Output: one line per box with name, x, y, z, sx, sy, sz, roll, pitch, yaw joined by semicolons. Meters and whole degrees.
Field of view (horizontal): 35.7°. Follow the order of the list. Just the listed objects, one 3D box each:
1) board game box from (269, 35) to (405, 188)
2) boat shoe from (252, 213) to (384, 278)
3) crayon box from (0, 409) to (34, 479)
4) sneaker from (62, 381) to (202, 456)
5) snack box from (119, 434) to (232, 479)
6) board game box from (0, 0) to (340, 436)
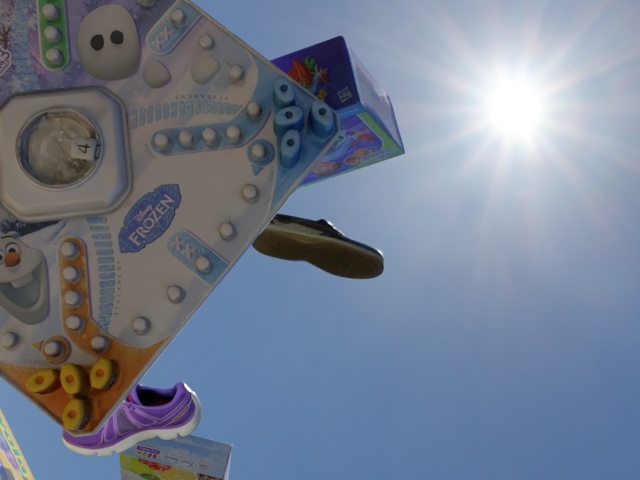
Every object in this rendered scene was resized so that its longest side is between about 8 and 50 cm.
board game box;-0.097;-0.107;1.138;0.347;0.233;0.078;-17;-102;14
boat shoe;0.000;0.000;1.099;0.152;0.049;0.056;16;-42;3
crayon box;-0.395;0.203;1.046;0.203;0.083;0.323;59;-10;12
sneaker;-0.225;0.199;1.164;0.068;0.170;0.071;-96;169;-58
snack box;-0.243;0.394;1.670;0.207;0.174;0.070;101;3;-54
board game box;-0.244;-0.086;0.925;0.390;0.390;0.050;38;-10;4
